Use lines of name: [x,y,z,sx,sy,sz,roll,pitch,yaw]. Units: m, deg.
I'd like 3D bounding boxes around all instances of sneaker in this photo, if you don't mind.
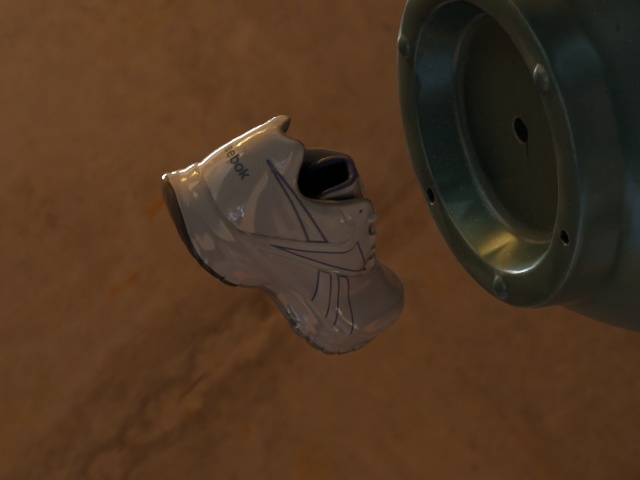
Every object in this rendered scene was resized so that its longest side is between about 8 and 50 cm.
sneaker: [0.000,0.000,1.555,0.297,0.129,0.111,34,-155,-54]

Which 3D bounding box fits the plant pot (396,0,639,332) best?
plant pot: [0.160,-0.074,0.967,0.196,0.293,0.293,-17,-108,-22]
